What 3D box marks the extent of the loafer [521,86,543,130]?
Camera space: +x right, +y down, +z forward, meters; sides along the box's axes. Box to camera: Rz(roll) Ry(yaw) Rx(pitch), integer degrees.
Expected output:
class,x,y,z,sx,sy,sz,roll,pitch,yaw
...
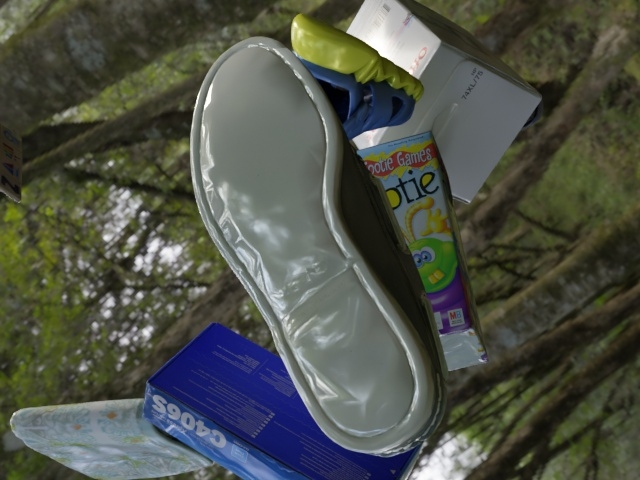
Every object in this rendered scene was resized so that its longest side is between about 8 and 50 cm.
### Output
class,x,y,z,sx,sy,sz,roll,pitch,yaw
loafer,0.257,-0.217,1.691,0.095,0.302,0.109,-9,-96,-52

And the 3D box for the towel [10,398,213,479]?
class,x,y,z,sx,sy,sz,roll,pitch,yaw
towel,-0.433,0.436,1.981,0.374,0.320,0.090,62,-157,-58

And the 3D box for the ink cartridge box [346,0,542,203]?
class,x,y,z,sx,sy,sz,roll,pitch,yaw
ink cartridge box,0.153,-0.225,1.382,0.197,0.198,0.270,20,-156,-29

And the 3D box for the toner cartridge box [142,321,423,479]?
class,x,y,z,sx,sy,sz,roll,pitch,yaw
toner cartridge box,-0.052,0.253,1.237,0.347,0.075,0.165,27,-142,17

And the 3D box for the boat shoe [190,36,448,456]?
class,x,y,z,sx,sy,sz,roll,pitch,yaw
boat shoe,0.000,0.000,0.643,0.099,0.116,0.320,30,-147,-60

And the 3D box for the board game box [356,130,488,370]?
class,x,y,z,sx,sy,sz,roll,pitch,yaw
board game box,0.113,0.023,1.183,0.144,0.142,0.276,54,-155,-61

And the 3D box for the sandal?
class,x,y,z,sx,sy,sz,roll,pitch,yaw
sandal,0.025,-0.169,1.084,0.126,0.138,0.317,29,-169,21

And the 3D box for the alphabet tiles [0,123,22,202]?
class,x,y,z,sx,sy,sz,roll,pitch,yaw
alphabet tiles,-0.474,-0.126,1.206,0.198,0.009,0.237,40,-161,-38
